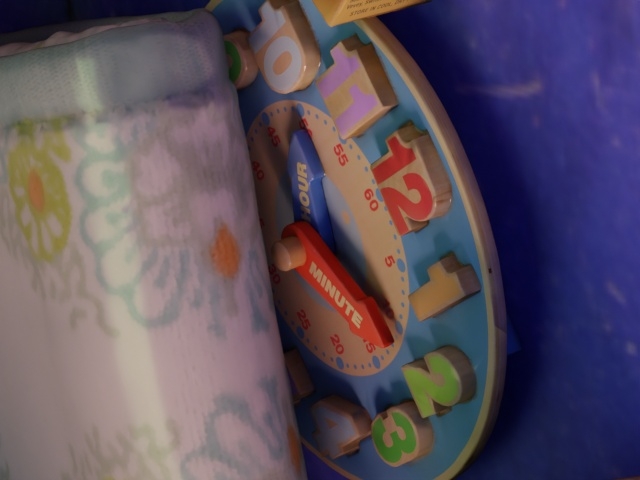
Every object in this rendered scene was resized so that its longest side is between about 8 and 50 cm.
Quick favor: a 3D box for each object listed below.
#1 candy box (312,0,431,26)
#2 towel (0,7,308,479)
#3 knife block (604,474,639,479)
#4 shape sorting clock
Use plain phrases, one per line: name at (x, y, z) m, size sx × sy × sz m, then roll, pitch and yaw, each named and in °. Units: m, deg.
candy box at (0.024, -0.171, 0.623) m, size 0.109 × 0.053 × 0.187 m, roll 56°, pitch 142°, yaw 22°
towel at (-0.110, 0.068, 0.861) m, size 0.374 × 0.090 × 0.321 m, roll 4°, pitch 110°, yaw 62°
knife block at (0.104, 0.244, 0.610) m, size 0.242 × 0.088 × 0.276 m, roll -135°, pitch 44°, yaw -57°
shape sorting clock at (0.000, 0.000, 0.749) m, size 0.206 × 0.040 × 0.206 m, roll 28°, pitch 127°, yaw 45°
